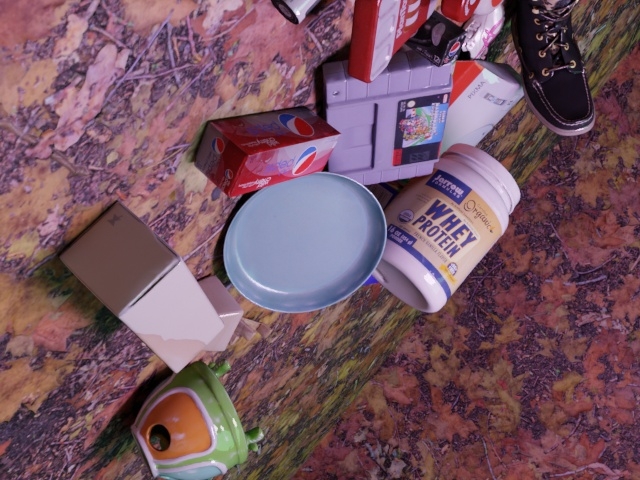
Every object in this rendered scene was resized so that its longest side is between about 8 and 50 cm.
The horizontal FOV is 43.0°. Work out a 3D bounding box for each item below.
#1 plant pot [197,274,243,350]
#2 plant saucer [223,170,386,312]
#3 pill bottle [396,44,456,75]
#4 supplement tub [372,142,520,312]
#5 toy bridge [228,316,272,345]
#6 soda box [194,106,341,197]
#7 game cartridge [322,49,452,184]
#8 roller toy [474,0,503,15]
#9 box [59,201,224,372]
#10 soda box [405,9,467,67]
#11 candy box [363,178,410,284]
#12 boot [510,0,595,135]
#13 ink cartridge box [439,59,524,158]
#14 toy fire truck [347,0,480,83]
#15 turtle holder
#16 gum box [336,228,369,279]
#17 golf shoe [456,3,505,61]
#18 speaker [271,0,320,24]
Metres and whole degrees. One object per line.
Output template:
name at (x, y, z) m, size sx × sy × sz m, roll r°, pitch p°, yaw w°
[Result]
plant pot at (-0.228, 0.143, 1.526) m, size 0.096 × 0.109 × 0.109 m, roll -7°, pitch 135°, yaw -45°
plant saucer at (-0.031, 0.001, 1.549) m, size 0.317 × 0.044 × 0.318 m, roll -8°, pitch 124°, yaw -12°
pill bottle at (0.194, -0.304, 1.578) m, size 0.117 × 0.117 × 0.208 m, roll -39°, pitch 153°, yaw -28°
supplement tub at (0.254, -0.030, 1.727) m, size 0.316 × 0.228 × 0.228 m, roll -48°, pitch 161°, yaw -14°
toy bridge at (-0.172, 0.194, 1.788) m, size 0.026 × 0.063 × 0.188 m, roll -55°, pitch 161°, yaw 12°
soda box at (-0.081, -0.149, 1.319) m, size 0.263 × 0.092 × 0.083 m, roll -22°, pitch 148°, yaw -53°
game cartridge at (0.120, -0.215, 1.517) m, size 0.230 × 0.068 × 0.355 m, roll -6°, pitch 153°, yaw -1°
roller toy at (0.256, -0.491, 1.352) m, size 0.191 × 0.146 × 0.209 m, roll -40°, pitch 154°, yaw -51°
box at (-0.265, 0.083, 1.265) m, size 0.121 × 0.148 × 0.311 m, roll -45°, pitch 158°, yaw -13°
soda box at (0.155, -0.357, 1.338) m, size 0.060 × 0.169 × 0.053 m, roll -33°, pitch 154°, yaw -39°
candy box at (0.135, -0.025, 1.971) m, size 0.268 × 0.122 × 0.317 m, roll -58°, pitch 161°, yaw 15°
boot at (0.500, -0.440, 1.736) m, size 0.138 × 0.378 × 0.284 m, roll -11°, pitch 154°, yaw 6°
ink cartridge box at (0.297, -0.268, 1.852) m, size 0.308 × 0.091 × 0.385 m, roll -47°, pitch 166°, yaw 28°
toy fire truck at (0.129, -0.397, 1.151) m, size 0.254 × 0.169 × 0.302 m, roll -52°, pitch 163°, yaw -30°
turtle holder at (-0.281, 0.386, 1.719) m, size 0.227 × 0.243 × 0.320 m, roll -26°, pitch -167°, yaw -20°
gum box at (0.000, 0.000, 1.668) m, size 0.184 × 0.157 × 0.041 m, roll -59°, pitch 165°, yaw 23°
golf shoe at (0.334, -0.438, 1.734) m, size 0.086 × 0.067 × 0.186 m, roll -34°, pitch 155°, yaw -35°
speaker at (-0.005, -0.371, 1.138) m, size 0.136 × 0.055 × 0.055 m, roll -48°, pitch 161°, yaw -7°
